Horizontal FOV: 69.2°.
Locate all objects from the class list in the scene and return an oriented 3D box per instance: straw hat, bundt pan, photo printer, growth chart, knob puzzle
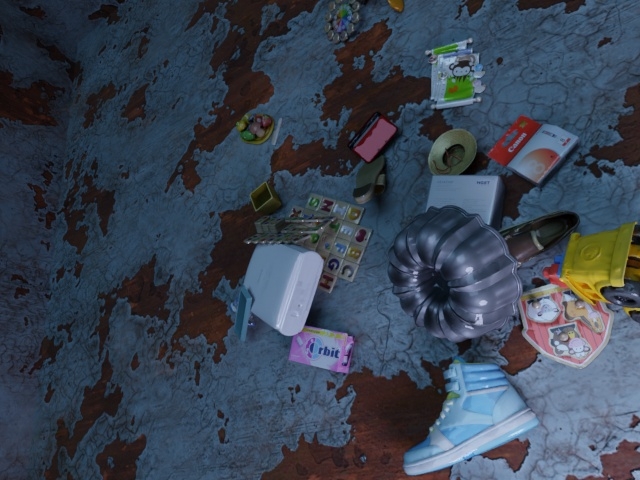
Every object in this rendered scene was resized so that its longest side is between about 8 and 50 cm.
[{"bbox_3d":[0.374,-0.230,1.286,0.144,0.061,0.144,-13,69,37],"label":"straw hat"},{"bbox_3d":[0.282,0.090,1.076,0.331,0.124,0.331,33,135,41],"label":"bundt pan"},{"bbox_3d":[-0.136,0.124,1.440,0.307,0.107,0.256,20,92,56],"label":"photo printer"},{"bbox_3d":[0.401,-0.498,1.389,0.172,0.021,0.237,-10,69,31],"label":"growth chart"},{"bbox_3d":[0.547,0.186,1.035,0.213,0.030,0.213,-12,67,30],"label":"knob puzzle"}]

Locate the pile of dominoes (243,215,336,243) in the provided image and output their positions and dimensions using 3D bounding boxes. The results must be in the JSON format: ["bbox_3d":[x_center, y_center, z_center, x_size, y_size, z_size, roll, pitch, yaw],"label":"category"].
[{"bbox_3d":[-0.103,-0.048,1.468,0.251,0.196,0.040,0,115,36],"label":"pile of dominoes"}]

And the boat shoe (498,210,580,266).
[{"bbox_3d":[0.466,0.000,1.058,0.257,0.095,0.095,-31,84,-1],"label":"boat shoe"}]

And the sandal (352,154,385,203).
[{"bbox_3d":[0.156,-0.164,1.400,0.088,0.079,0.240,-15,31,30],"label":"sandal"}]

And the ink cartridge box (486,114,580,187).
[{"bbox_3d":[0.537,-0.239,1.187,0.145,0.045,0.179,-50,55,9],"label":"ink cartridge box"}]

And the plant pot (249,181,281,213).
[{"bbox_3d":[-0.184,-0.140,1.627,0.081,0.083,0.081,-37,56,18],"label":"plant pot"}]

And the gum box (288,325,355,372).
[{"bbox_3d":[0.006,0.312,1.344,0.188,0.062,0.107,3,75,36],"label":"gum box"}]

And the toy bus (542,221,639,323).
[{"bbox_3d":[0.589,0.078,0.957,0.211,0.220,0.149,-10,51,57],"label":"toy bus"}]

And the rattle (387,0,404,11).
[{"bbox_3d":[0.200,-0.855,1.653,0.199,0.143,0.130,-12,33,47],"label":"rattle"}]

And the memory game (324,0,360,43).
[{"bbox_3d":[0.075,-0.816,1.697,0.186,0.012,0.186,0,90,48],"label":"memory game"}]

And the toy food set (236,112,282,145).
[{"bbox_3d":[-0.253,-0.444,1.792,0.218,0.071,0.128,15,83,37],"label":"toy food set"}]

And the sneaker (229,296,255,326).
[{"bbox_3d":[-0.256,0.237,1.563,0.135,0.052,0.058,39,93,37],"label":"sneaker"}]

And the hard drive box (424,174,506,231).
[{"bbox_3d":[0.366,-0.048,1.207,0.181,0.089,0.232,7,78,36],"label":"hard drive box"}]

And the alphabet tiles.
[{"bbox_3d":[0.000,0.000,1.494,0.342,0.011,0.285,20,85,38],"label":"alphabet tiles"}]

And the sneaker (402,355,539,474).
[{"bbox_3d":[0.304,0.393,1.073,0.319,0.127,0.208,-30,60,11],"label":"sneaker"}]

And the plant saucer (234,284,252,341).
[{"bbox_3d":[-0.248,0.234,1.469,0.067,0.018,0.192,48,135,41],"label":"plant saucer"}]

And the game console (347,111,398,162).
[{"bbox_3d":[0.163,-0.328,1.480,0.144,0.085,0.124,-49,9,10],"label":"game console"}]
